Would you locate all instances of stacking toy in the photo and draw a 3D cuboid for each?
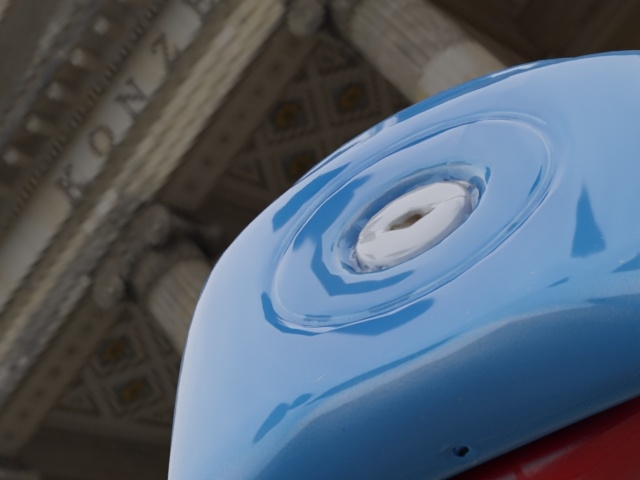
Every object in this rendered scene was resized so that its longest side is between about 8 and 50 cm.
[{"bbox_3d":[0.099,0.106,0.506,0.175,0.166,0.302,-27,-65,15],"label":"stacking toy"}]
